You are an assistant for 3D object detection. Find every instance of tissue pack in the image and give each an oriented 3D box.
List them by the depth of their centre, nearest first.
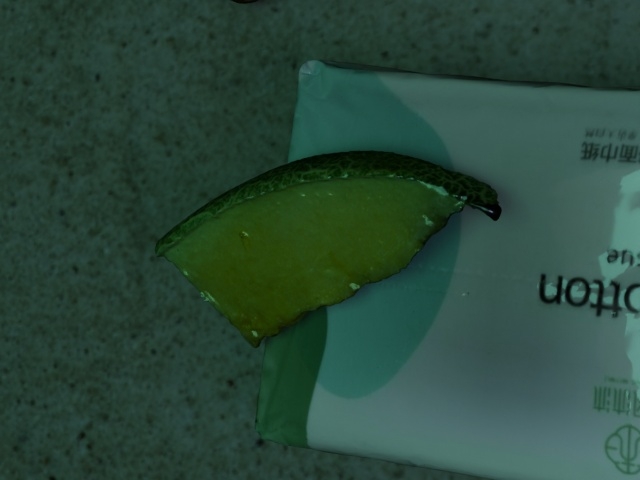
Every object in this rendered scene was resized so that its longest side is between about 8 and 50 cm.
[{"bbox_3d":[0.150,0.026,1.317,0.356,0.194,0.266,7,90,32],"label":"tissue pack"}]

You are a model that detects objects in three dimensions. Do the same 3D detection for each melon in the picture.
[{"bbox_3d":[0.001,0.000,1.274,0.262,0.053,0.114,-16,83,39],"label":"melon"}]

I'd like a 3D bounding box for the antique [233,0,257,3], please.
[{"bbox_3d":[0.005,-0.304,1.482,0.310,0.087,0.093,-43,69,24],"label":"antique"}]
